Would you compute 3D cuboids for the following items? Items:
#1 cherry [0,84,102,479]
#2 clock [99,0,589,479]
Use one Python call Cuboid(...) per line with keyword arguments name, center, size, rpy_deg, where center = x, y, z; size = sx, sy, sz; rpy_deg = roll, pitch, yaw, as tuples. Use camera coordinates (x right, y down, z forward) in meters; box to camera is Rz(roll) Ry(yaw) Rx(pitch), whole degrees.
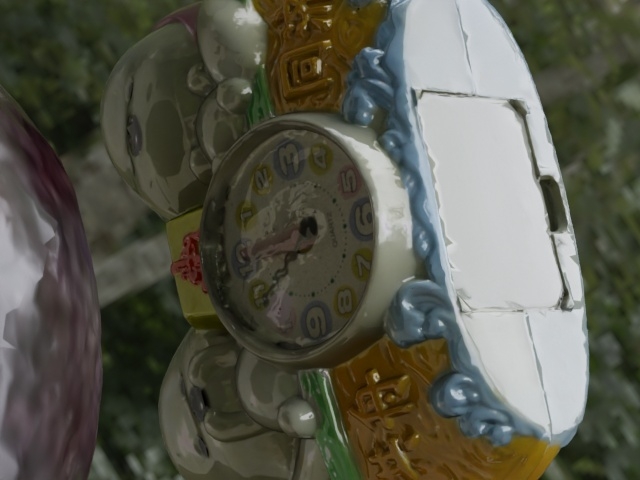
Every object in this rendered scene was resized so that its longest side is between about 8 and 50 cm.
Cuboid(name="cherry", center=(-0.181, 0.026, 0.456), size=(0.255, 0.218, 0.296), rpy_deg=(-3, -29, 36))
Cuboid(name="clock", center=(0.000, 0.000, 0.621), size=(0.103, 0.144, 0.231), rpy_deg=(5, 71, -49))
